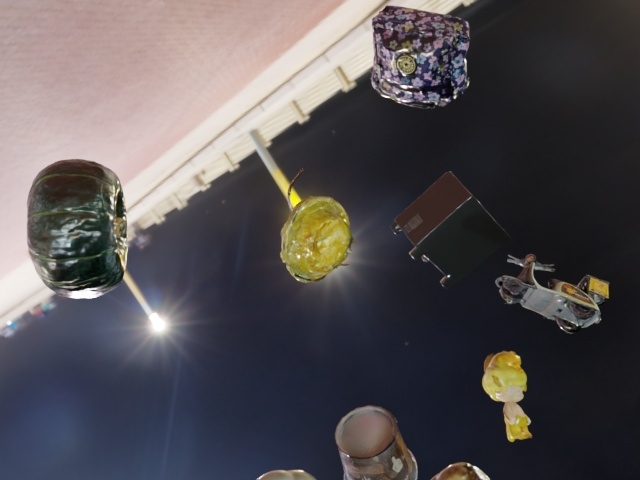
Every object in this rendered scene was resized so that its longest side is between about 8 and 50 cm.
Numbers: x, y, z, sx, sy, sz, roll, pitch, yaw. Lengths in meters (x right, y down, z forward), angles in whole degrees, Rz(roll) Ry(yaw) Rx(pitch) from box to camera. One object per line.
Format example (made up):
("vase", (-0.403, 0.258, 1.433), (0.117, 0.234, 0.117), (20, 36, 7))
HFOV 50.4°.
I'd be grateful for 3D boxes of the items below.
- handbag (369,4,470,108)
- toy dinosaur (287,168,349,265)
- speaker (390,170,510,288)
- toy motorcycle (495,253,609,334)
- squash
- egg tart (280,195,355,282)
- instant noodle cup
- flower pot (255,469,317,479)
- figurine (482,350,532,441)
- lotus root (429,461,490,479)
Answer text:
("handbag", (0.205, -0.387, 1.464), (0.229, 0.207, 0.127), (17, -131, 22))
("toy dinosaur", (-0.029, -0.069, 2.231), (0.113, 0.327, 0.206), (-23, 146, -4))
("speaker", (0.390, -0.028, 2.064), (0.254, 0.232, 0.184), (-43, -147, 11))
("toy motorcycle", (0.544, 0.121, 1.611), (0.091, 0.263, 0.157), (108, 4, -49))
("squash", (-0.431, -0.023, 1.213), (0.165, 0.252, 0.252), (-2, 179, -16))
("egg tart", (0.000, 0.000, 1.594), (0.213, 0.212, 0.090), (-35, -150, -27))
("instant noodle cup", (0.146, 0.586, 1.869), (0.217, 0.207, 0.217), (-11, -144, 8))
("flower pot", (-0.081, 0.667, 1.615), (0.195, 0.246, 0.246), (-16, -166, 28))
("figurine", (0.522, 0.425, 1.885), (0.156, 0.246, 0.131), (19, 143, -38))
("lotus root", (0.259, 0.534, 1.358), (0.221, 0.118, 0.125), (-56, -151, 24))
